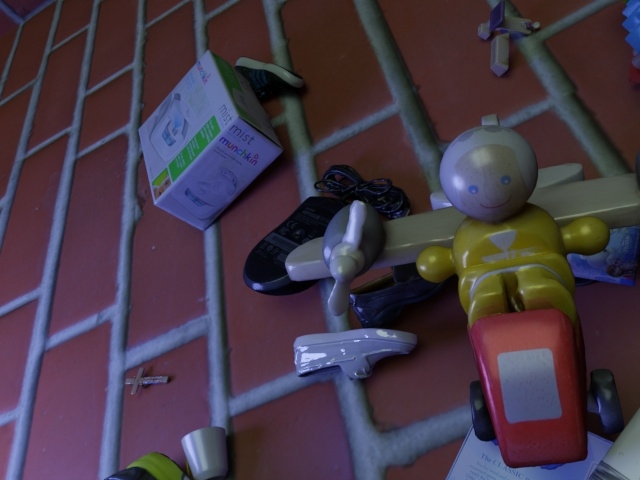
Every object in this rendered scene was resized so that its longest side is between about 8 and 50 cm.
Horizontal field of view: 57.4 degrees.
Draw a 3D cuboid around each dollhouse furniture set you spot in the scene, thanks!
[{"bbox_3d":[0.319,-0.323,0.983,0.081,0.091,0.115,6,81,-10],"label":"dollhouse furniture set"}]

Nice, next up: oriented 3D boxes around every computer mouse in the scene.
[{"bbox_3d":[0.000,0.000,0.919,0.272,0.072,0.188,-42,43,-17],"label":"computer mouse"}]

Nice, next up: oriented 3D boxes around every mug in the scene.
[{"bbox_3d":[-0.156,0.304,0.811,0.062,0.078,0.064,-11,55,-16],"label":"mug"}]

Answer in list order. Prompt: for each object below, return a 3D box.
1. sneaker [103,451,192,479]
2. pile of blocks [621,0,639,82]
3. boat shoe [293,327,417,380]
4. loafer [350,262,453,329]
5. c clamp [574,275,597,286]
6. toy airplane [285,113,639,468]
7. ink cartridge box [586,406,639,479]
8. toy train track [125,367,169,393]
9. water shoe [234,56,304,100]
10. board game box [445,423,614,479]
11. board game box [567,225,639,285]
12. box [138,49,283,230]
[{"bbox_3d":[-0.181,0.360,0.713,0.299,0.121,0.111,4,96,39],"label":"sneaker"},{"bbox_3d":[0.448,-0.301,0.801,0.148,0.113,0.362,19,59,-6],"label":"pile of blocks"},{"bbox_3d":[0.042,0.155,0.781,0.184,0.066,0.063,-9,68,25],"label":"boat shoe"},{"bbox_3d":[0.115,0.054,0.792,0.170,0.061,0.062,-36,14,3],"label":"loafer"},{"bbox_3d":[0.303,0.000,0.755,0.160,0.022,0.137,-8,60,26],"label":"c clamp"},{"bbox_3d":[0.193,-0.020,0.605,0.386,0.272,0.384,-42,42,-13],"label":"toy airplane"},{"bbox_3d":[0.306,0.230,0.427,0.273,0.115,0.198,-49,47,-9],"label":"ink cartridge box"},{"bbox_3d":[-0.284,0.233,0.965,0.083,0.014,0.048,-8,47,21],"label":"toy train track"},{"bbox_3d":[-0.112,-0.331,1.237,0.203,0.072,0.080,29,102,43],"label":"water shoe"},{"bbox_3d":[0.233,0.341,0.518,0.318,0.066,0.318,19,70,40],"label":"board game box"},{"bbox_3d":[0.337,0.004,0.706,0.090,0.020,0.090,8,68,30],"label":"board game box"},{"bbox_3d":[-0.218,-0.196,1.130,0.231,0.126,0.262,-42,45,18],"label":"box"}]
